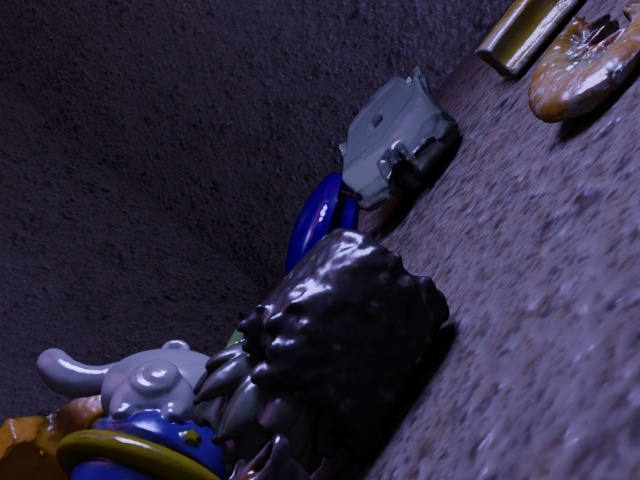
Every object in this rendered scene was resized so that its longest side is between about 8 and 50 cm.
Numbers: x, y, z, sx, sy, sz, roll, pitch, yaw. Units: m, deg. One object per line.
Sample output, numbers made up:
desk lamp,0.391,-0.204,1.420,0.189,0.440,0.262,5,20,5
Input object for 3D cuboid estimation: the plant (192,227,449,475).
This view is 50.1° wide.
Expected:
plant,-0.002,0.091,0.520,0.194,0.129,0.132,-49,0,-7

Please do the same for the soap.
soap,0.364,-0.386,1.097,0.257,0.080,0.160,-51,3,13

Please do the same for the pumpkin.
pumpkin,-0.304,0.315,0.854,0.290,0.258,0.095,-23,29,-32

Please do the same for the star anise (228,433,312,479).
star anise,-0.054,0.204,0.316,0.231,0.089,0.209,-49,16,53

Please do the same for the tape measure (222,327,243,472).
tape measure,-0.109,0.208,0.960,0.200,0.106,0.175,-56,-9,-76

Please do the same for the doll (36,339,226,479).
doll,-0.202,0.192,0.731,0.159,0.311,0.242,85,-156,-55

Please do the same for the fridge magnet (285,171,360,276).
fridge magnet,0.000,0.000,1.293,0.265,0.113,0.265,-161,90,-86

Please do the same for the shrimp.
shrimp,0.255,-0.168,0.618,0.132,0.051,0.187,-24,27,40

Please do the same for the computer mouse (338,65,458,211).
computer mouse,0.152,-0.175,1.269,0.228,0.145,0.429,-43,18,20
